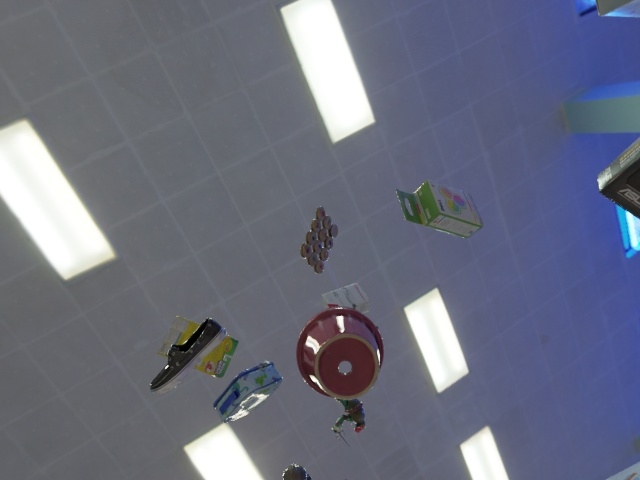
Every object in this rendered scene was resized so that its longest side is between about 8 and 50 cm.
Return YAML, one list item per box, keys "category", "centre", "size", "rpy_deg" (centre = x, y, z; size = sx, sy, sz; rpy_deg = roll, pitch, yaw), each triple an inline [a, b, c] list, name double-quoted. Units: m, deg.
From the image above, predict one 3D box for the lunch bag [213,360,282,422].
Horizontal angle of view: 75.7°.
- category: "lunch bag"
  centre: [-0.239, 0.495, 1.345]
  size: [0.176, 0.090, 0.219]
  rpy_deg: [-5, -41, -50]

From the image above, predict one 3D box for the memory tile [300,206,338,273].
- category: "memory tile"
  centre: [0.000, 0.000, 1.026]
  size: [0.113, 0.012, 0.148]
  rpy_deg: [54, -132, -45]

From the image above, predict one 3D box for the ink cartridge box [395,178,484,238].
- category: "ink cartridge box"
  centre: [0.297, -0.084, 1.023]
  size: [0.209, 0.109, 0.062]
  rpy_deg: [13, -41, -27]

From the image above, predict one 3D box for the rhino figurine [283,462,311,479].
- category: "rhino figurine"
  centre: [-0.065, 0.736, 1.117]
  size: [0.072, 0.244, 0.106]
  rpy_deg: [-9, -36, 7]

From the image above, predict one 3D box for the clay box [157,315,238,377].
- category: "clay box"
  centre: [-0.378, 0.337, 1.295]
  size: [0.221, 0.053, 0.128]
  rpy_deg: [20, -113, 7]

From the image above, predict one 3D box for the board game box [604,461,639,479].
- category: "board game box"
  centre: [0.450, 0.383, 0.551]
  size: [0.317, 0.066, 0.319]
  rpy_deg: [-31, -26, 3]

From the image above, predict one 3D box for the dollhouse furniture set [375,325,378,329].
- category: "dollhouse furniture set"
  centre: [0.135, 0.304, 1.383]
  size: [0.058, 0.151, 0.076]
  rpy_deg: [2, -96, -19]

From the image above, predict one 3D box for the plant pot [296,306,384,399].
- category: "plant pot"
  centre: [0.048, 0.250, 0.886]
  size: [0.201, 0.180, 0.202]
  rpy_deg: [0, -94, -4]

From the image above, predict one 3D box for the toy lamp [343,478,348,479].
- category: "toy lamp"
  centre: [0.134, 0.652, 0.895]
  size: [0.080, 0.080, 0.275]
  rpy_deg: [-44, -110, -3]

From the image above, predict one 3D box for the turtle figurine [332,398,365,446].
- category: "turtle figurine"
  centre: [0.113, 0.653, 1.596]
  size: [0.118, 0.175, 0.234]
  rpy_deg: [-29, -101, 30]

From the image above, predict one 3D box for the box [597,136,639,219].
- category: "box"
  centre: [0.458, -0.057, 0.424]
  size: [0.231, 0.056, 0.183]
  rpy_deg: [37, -47, 7]

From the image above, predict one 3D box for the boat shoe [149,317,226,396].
- category: "boat shoe"
  centre: [-0.344, 0.285, 1.033]
  size: [0.228, 0.080, 0.076]
  rpy_deg: [-41, -69, -12]

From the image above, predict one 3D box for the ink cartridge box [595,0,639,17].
- category: "ink cartridge box"
  centre: [0.419, -0.323, 0.474]
  size: [0.175, 0.127, 0.073]
  rpy_deg: [-19, -83, -33]

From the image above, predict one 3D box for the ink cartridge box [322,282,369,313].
- category: "ink cartridge box"
  centre: [0.095, 0.234, 1.537]
  size: [0.150, 0.109, 0.063]
  rpy_deg: [-16, -48, -16]
